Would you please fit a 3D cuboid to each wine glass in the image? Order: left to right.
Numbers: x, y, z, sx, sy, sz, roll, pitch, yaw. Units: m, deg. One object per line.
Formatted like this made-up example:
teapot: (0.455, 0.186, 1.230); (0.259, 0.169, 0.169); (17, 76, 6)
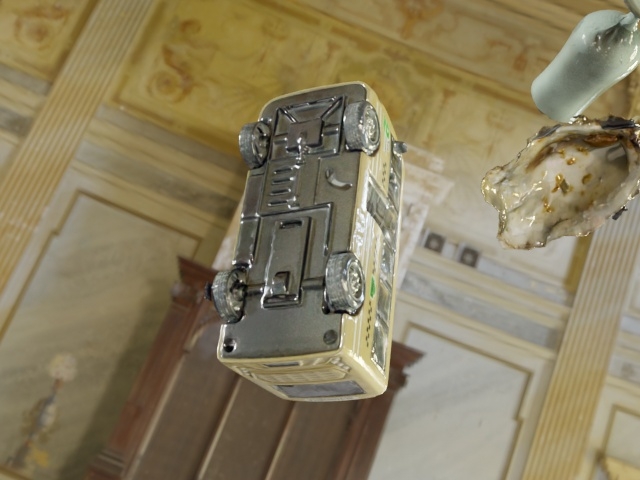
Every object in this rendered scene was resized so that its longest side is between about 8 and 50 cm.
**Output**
wine glass: (0.392, -0.263, 1.330); (0.103, 0.103, 0.231); (25, -36, -8)

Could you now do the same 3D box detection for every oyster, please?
oyster: (0.199, -0.054, 0.755); (0.148, 0.051, 0.103); (-21, -60, 17)

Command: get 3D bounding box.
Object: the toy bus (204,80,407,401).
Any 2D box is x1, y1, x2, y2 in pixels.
toy bus: (0.000, 0.000, 1.145); (0.176, 0.366, 0.202); (-7, -31, 26)
